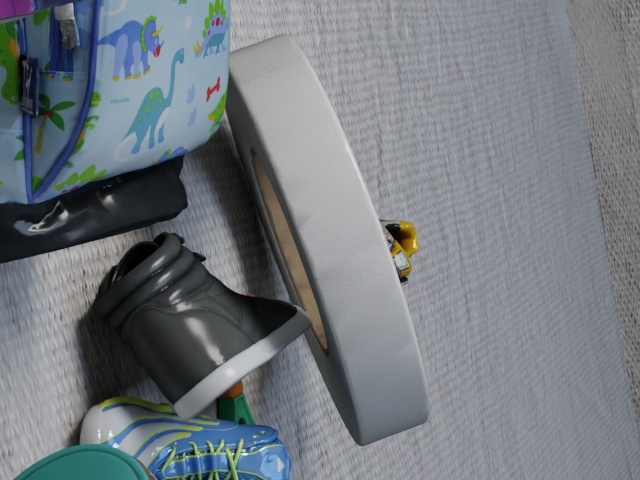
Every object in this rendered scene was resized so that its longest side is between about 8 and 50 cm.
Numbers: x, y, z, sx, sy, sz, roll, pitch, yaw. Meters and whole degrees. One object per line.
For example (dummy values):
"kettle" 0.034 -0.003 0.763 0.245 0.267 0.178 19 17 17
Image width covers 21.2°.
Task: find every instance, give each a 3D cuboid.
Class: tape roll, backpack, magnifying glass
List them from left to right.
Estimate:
"backpack" -0.181 -0.174 1.155 0.290 0.273 0.355 -19 100 -64
"magnifying glass" -0.080 0.172 1.625 0.092 0.026 0.231 -22 103 -67
"tape roll" 0.000 0.000 1.583 0.392 0.072 0.392 160 -90 -85

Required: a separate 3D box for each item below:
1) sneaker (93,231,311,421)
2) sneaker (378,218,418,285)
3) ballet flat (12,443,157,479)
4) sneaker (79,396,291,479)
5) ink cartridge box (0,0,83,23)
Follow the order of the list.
"sneaker" -0.101 0.054 1.486 0.147 0.104 0.296 53 13 2
"sneaker" 0.048 0.028 1.898 0.225 0.093 0.088 -56 133 -58
"ballet flat" -0.227 0.350 1.072 0.483 0.164 0.182 -66 164 -44
"sneaker" -0.101 0.175 1.434 0.240 0.126 0.091 23 61 -65
"ink cartridge box" -0.276 -0.255 0.881 0.071 0.330 0.324 -36 115 -66
